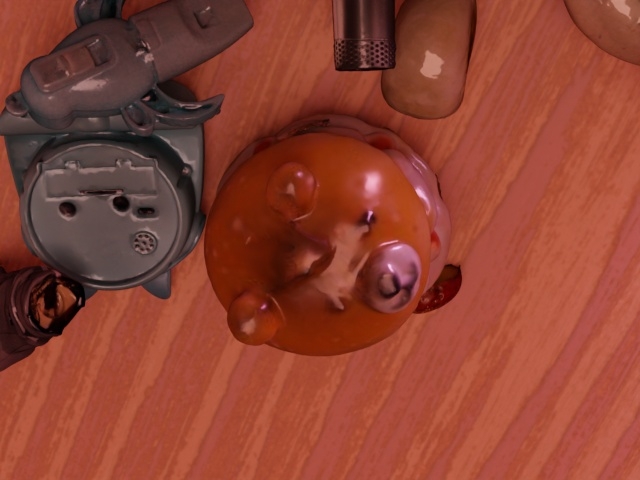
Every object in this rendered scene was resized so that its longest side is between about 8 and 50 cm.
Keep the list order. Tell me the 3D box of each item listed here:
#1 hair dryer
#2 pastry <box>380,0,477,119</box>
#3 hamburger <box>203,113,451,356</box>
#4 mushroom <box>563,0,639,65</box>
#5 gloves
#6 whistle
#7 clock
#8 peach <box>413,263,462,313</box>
[{"bbox_3d":[0.123,-0.344,1.393,0.284,0.156,0.320,-12,96,-10],"label":"hair dryer"},{"bbox_3d":[0.117,-0.203,1.490,0.092,0.156,0.156,13,114,1],"label":"pastry"},{"bbox_3d":[0.000,0.000,1.517,0.276,0.237,0.276,2,101,10],"label":"hamburger"},{"bbox_3d":[0.361,-0.289,1.423,0.246,0.202,0.246,2,106,7],"label":"mushroom"},{"bbox_3d":[-0.384,0.098,1.628,0.286,0.119,0.142,-11,93,31],"label":"gloves"},{"bbox_3d":[-0.201,-0.193,1.472,0.274,0.093,0.186,-25,76,-12],"label":"whistle"},{"bbox_3d":[-0.238,-0.047,1.592,0.224,0.094,0.274,-3,113,3],"label":"clock"},{"bbox_3d":[0.127,0.058,1.662,0.083,0.077,0.050,-28,114,-35],"label":"peach"}]
